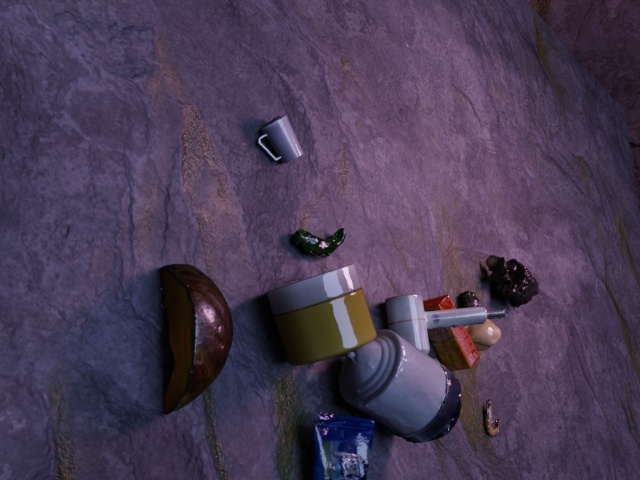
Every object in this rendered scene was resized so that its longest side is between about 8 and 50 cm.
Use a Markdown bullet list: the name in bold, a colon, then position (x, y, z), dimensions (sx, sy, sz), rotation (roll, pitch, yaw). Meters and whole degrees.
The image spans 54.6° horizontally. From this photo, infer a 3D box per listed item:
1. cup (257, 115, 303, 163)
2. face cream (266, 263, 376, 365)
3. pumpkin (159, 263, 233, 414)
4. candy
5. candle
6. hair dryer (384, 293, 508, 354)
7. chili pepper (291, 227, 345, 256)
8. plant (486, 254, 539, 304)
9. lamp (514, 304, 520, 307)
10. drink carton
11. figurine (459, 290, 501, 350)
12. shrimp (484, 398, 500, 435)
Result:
- **cup**: position (-0.110, -0.258, 1.622), dimensions (0.104, 0.074, 0.116), rotation (-33, 104, -22)
- **face cream**: position (0.003, 0.172, 1.445), dimensions (0.218, 0.218, 0.179), rotation (-15, 86, -47)
- **pumpkin**: position (-0.225, 0.190, 1.269), dimensions (0.169, 0.148, 0.312), rotation (8, 72, -38)
- **candy**: position (0.043, 0.566, 1.420), dimensions (0.187, 0.077, 0.331), rotation (15, 76, -37)
- **candle**: position (0.182, 0.354, 1.549), dimensions (0.343, 0.221, 0.221), rotation (37, 51, -29)
- **hair dryer**: position (0.367, 0.231, 1.750), dimensions (0.358, 0.107, 0.173), rotation (-5, 77, -6)
- **chili pepper**: position (0.003, 0.006, 1.635), dimensions (0.182, 0.050, 0.073), rotation (-1, 68, -47)
- **plant**: position (0.667, 0.135, 2.174), dimensions (0.203, 0.131, 0.142), rotation (31, 13, -36)
- **lamp**: position (0.714, 0.182, 2.283), dimensions (0.054, 0.041, 0.121), rotation (28, 59, -24)
- **drink carton**: position (0.382, 0.279, 1.867), dimensions (0.071, 0.096, 0.222), rotation (-34, 99, -46)
- **figurine**: position (0.500, 0.259, 2.006), dimensions (0.114, 0.108, 0.196), rotation (17, 44, -51)
- **shrimp**: position (0.547, 0.562, 1.974), dimensions (0.083, 0.023, 0.114), rotation (14, 70, -44)
